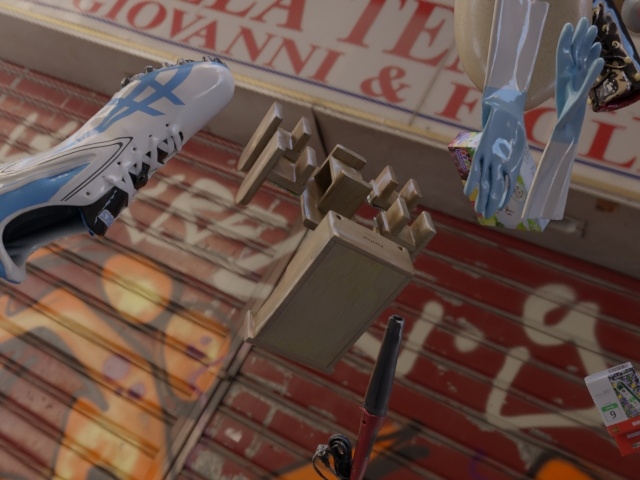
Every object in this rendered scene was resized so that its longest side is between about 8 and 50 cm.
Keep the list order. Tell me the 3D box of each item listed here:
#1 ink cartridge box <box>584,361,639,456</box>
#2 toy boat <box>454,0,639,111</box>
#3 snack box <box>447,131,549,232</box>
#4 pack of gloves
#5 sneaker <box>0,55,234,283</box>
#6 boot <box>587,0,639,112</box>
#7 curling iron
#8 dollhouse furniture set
[{"bbox_3d":[0.398,0.223,0.848,0.115,0.063,0.029,66,17,4],"label":"ink cartridge box"},{"bbox_3d":[0.351,-0.323,0.937,0.318,0.267,0.148,0,19,5],"label":"toy boat"},{"bbox_3d":[0.241,-0.078,0.872,0.100,0.037,0.141,9,-40,48],"label":"snack box"},{"bbox_3d":[0.243,-0.130,0.697,0.195,0.232,0.046,-3,16,-39],"label":"pack of gloves"},{"bbox_3d":[-0.157,-0.055,0.497,0.086,0.237,0.085,50,-15,11],"label":"sneaker"},{"bbox_3d":[0.545,-0.415,1.324,0.138,0.284,0.377,-26,-11,31],"label":"boot"},{"bbox_3d":[0.049,0.200,0.771,0.068,0.035,0.274,23,-58,10],"label":"curling iron"},{"bbox_3d":[0.000,0.000,0.748,0.212,0.242,0.161,26,-60,-21],"label":"dollhouse furniture set"}]
